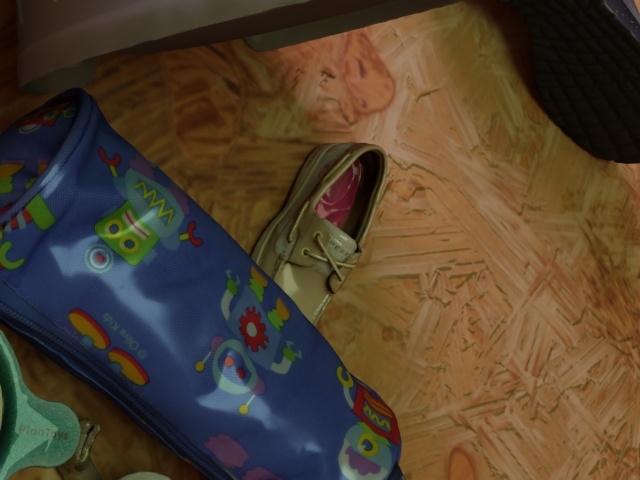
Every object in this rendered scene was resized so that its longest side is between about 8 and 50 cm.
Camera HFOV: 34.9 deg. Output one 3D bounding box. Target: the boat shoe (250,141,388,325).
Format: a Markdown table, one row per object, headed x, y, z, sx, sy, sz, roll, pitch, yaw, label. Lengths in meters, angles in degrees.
| x | y | z | sx | sy | sz | roll | pitch | yaw | label |
| --- | --- | --- | --- | --- | --- | --- | --- | --- | --- |
| 0.000 | 0.000 | 0.703 | 0.063 | 0.059 | 0.170 | 35 | 63 | -31 | boat shoe |

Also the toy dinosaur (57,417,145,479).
| x | y | z | sx | sy | sz | roll | pitch | yaw | label |
| --- | --- | --- | --- | --- | --- | --- | --- | --- | --- |
| -0.128 | 0.199 | 0.589 | 0.093 | 0.053 | 0.183 | 10 | 70 | -23 | toy dinosaur |

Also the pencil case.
| x | y | z | sx | sy | sz | roll | pitch | yaw | label |
| --- | --- | --- | --- | --- | --- | --- | --- | --- | --- |
| -0.080 | 0.060 | 0.589 | 0.306 | 0.119 | 0.133 | 47 | 34 | -23 | pencil case |

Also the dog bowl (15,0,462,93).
| x | y | z | sx | sy | sz | roll | pitch | yaw | label |
| --- | --- | --- | --- | --- | --- | --- | --- | --- | --- |
| -0.003 | -0.167 | 0.552 | 0.349 | 0.349 | 0.102 | -21 | 100 | -39 | dog bowl |

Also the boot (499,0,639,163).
| x | y | z | sx | sy | sz | roll | pitch | yaw | label |
| --- | --- | --- | --- | --- | --- | --- | --- | --- | --- |
| 0.249 | -0.248 | 0.906 | 0.338 | 0.118 | 0.222 | 52 | 49 | -33 | boot |

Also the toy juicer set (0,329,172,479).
| x | y | z | sx | sy | sz | roll | pitch | yaw | label |
| --- | --- | --- | --- | --- | --- | --- | --- | --- | --- |
| -0.225 | 0.110 | 0.466 | 0.329 | 0.089 | 0.209 | 44 | 60 | -20 | toy juicer set |
